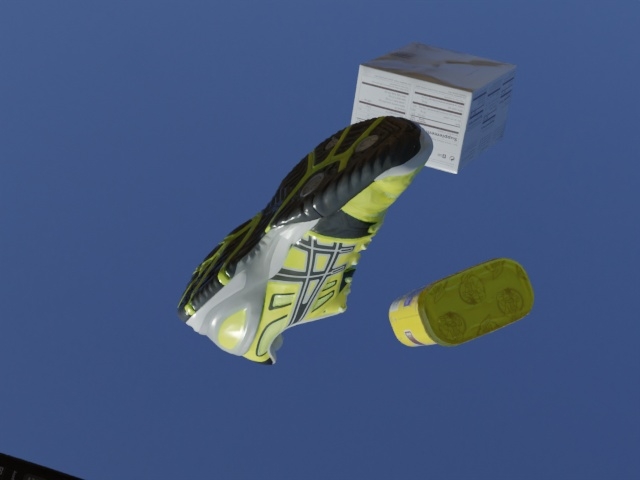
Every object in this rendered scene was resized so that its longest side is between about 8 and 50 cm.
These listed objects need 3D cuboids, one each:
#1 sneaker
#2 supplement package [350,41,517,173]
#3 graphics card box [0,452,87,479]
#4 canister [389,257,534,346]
[{"bbox_3d":[0.000,0.000,1.444,0.147,0.385,0.145,41,-152,-17],"label":"sneaker"},{"bbox_3d":[0.196,-0.236,2.090,0.204,0.145,0.262,17,-157,20],"label":"supplement package"},{"bbox_3d":[-0.231,0.358,1.168,0.371,0.094,0.232,21,-125,-17],"label":"graphics card box"},{"bbox_3d":[0.155,0.074,1.374,0.126,0.170,0.073,-21,-92,-12],"label":"canister"}]
